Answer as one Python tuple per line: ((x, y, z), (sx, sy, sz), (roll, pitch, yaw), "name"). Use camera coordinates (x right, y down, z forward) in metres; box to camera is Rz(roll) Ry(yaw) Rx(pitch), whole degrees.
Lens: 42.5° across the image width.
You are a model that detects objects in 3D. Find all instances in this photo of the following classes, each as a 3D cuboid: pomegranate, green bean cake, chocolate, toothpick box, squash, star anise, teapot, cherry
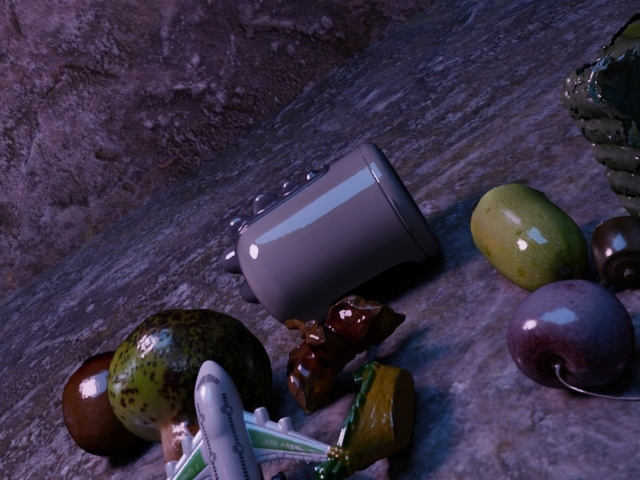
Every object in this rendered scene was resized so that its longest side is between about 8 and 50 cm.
((-0.174, 0.231, 1.164), (0.221, 0.277, 0.204), (-22, -13, 10), "pomegranate")
((0.438, -0.163, 0.982), (0.241, 0.255, 0.132), (-40, 19, -3), "green bean cake")
((-0.338, 0.273, 1.346), (0.176, 0.177, 0.177), (-29, 21, 13), "chocolate")
((0.000, 0.000, 1.303), (0.316, 0.229, 0.229), (-31, 21, 9), "toothpick box")
((0.274, 0.008, 1.051), (0.123, 0.123, 0.187), (-33, 24, 5), "squash")
((0.013, 0.144, 1.103), (0.212, 0.111, 0.196), (-37, 6, 21), "star anise")
((0.350, 0.025, 0.957), (0.121, 0.076, 0.068), (-53, 15, 40), "teapot")
((0.292, 0.097, 0.854), (0.188, 0.115, 0.148), (-6, -5, 39), "cherry")

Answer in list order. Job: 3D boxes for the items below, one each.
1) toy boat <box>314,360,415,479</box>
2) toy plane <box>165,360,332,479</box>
((0.057, 0.204, 0.960), (0.088, 0.089, 0.229), (-13, 18, 18), "toy boat")
((-0.105, 0.265, 0.990), (0.251, 0.101, 0.255), (-22, 57, 5), "toy plane")
